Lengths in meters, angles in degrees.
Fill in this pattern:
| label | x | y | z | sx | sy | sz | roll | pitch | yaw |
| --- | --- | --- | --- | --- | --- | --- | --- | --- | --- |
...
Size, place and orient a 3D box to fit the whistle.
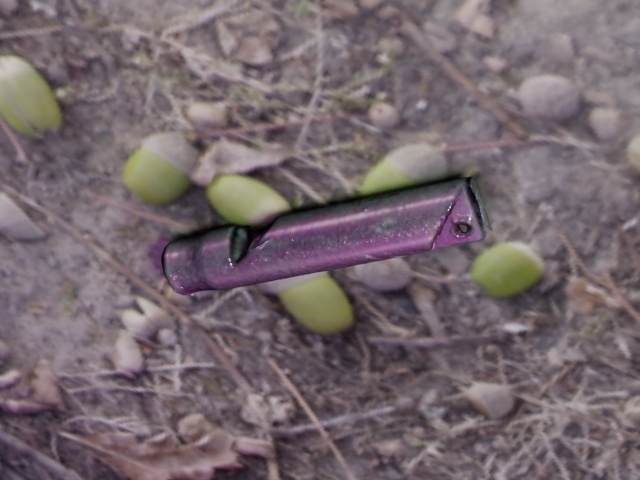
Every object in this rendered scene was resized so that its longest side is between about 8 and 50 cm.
| label | x | y | z | sx | sy | sz | roll | pitch | yaw |
| --- | --- | --- | --- | --- | --- | --- | --- | --- | --- |
| whistle | 0.000 | 0.000 | 0.898 | 0.176 | 0.033 | 0.033 | -12 | 126 | 24 |
